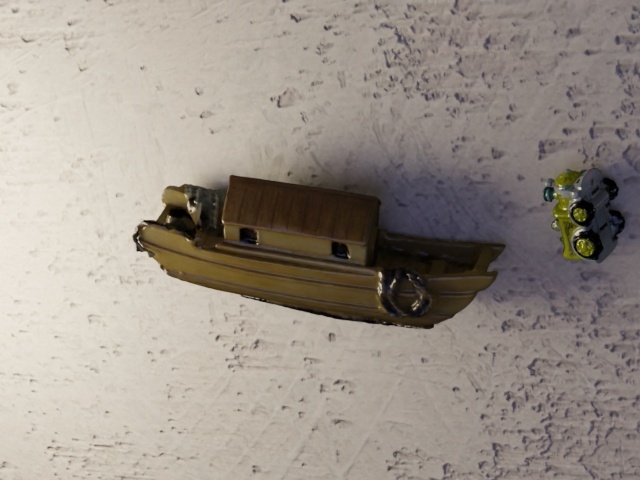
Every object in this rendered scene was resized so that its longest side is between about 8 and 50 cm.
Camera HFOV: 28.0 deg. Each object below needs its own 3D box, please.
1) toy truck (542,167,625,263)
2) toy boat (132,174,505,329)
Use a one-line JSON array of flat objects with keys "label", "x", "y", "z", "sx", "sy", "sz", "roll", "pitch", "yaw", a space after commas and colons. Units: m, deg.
[{"label": "toy truck", "x": 0.298, "y": -0.032, "z": 1.480, "sx": 0.077, "sy": 0.076, "sz": 0.111, "roll": 2, "pitch": 117, "yaw": 42}, {"label": "toy boat", "x": 0.000, "y": 0.000, "z": 1.578, "sx": 0.445, "sy": 0.136, "sz": 0.162, "roll": 11, "pitch": 123, "yaw": 10}]
